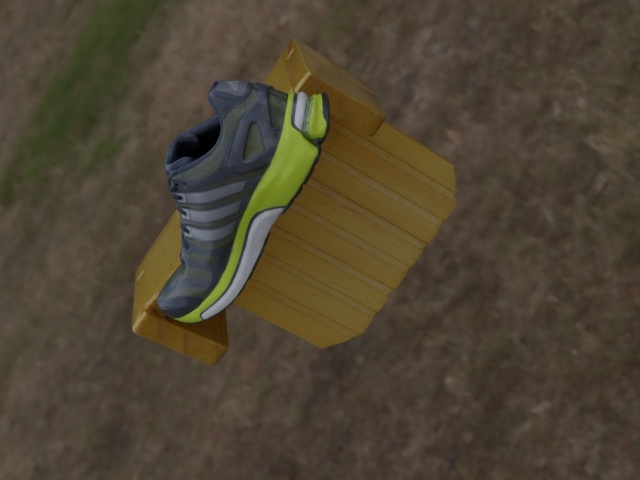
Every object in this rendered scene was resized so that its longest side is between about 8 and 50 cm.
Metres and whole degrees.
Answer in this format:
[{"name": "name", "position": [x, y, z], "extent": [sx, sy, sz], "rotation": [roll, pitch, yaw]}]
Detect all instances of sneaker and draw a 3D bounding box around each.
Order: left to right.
[{"name": "sneaker", "position": [-0.101, -0.043, 1.456], "extent": [0.111, 0.121, 0.300], "rotation": [-85, 21, -54]}]

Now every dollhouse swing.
[{"name": "dollhouse swing", "position": [0.000, 0.000, 1.767], "extent": [0.347, 0.305, 0.315], "rotation": [-54, 14, 11]}]
